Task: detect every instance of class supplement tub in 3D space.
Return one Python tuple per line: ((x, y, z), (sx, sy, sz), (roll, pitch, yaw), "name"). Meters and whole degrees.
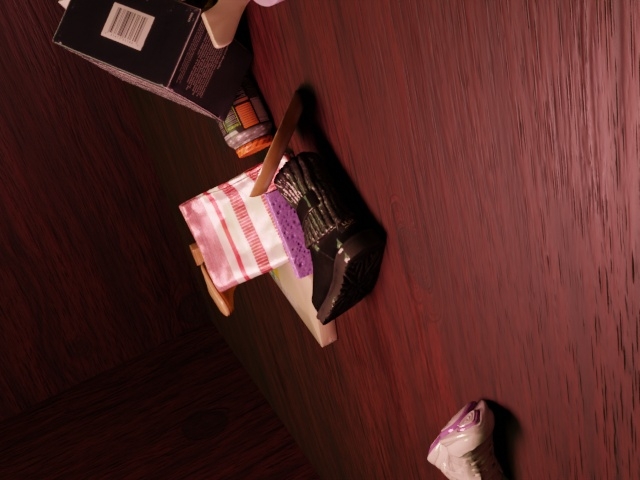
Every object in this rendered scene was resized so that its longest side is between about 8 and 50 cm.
((-0.188, -0.297, 2.070), (0.191, 0.117, 0.117), (66, 164, -1), "supplement tub")

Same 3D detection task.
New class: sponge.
((-0.036, -0.030, 1.978), (0.210, 0.117, 0.031), (70, 166, -16), "sponge")

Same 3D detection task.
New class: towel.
((-0.159, -0.039, 2.089), (0.237, 0.328, 0.037), (65, -155, -2), "towel")

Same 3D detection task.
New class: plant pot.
((-0.084, -0.190, 1.798), (0.032, 0.236, 0.236), (23, 163, -4), "plant pot")

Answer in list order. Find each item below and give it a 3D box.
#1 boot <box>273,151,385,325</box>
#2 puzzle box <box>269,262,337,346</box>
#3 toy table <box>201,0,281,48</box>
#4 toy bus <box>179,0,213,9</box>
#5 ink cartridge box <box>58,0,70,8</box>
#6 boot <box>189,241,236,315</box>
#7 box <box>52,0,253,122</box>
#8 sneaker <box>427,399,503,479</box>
((0.004, -0.002, 1.856), (0.260, 0.131, 0.348), (51, 150, 22), "boot")
((-0.084, 0.062, 2.401), (0.409, 0.052, 0.272), (52, 160, 40), "puzzle box")
((-0.167, -0.498, 1.617), (0.252, 0.160, 0.274), (65, 165, 0), "toy table")
((-0.351, -0.636, 2.013), (0.149, 0.220, 0.212), (16, 102, 43), "toy bus")
((-0.505, -0.599, 2.081), (0.128, 0.176, 0.127), (-1, 156, 32), "ink cartridge box")
((-0.204, 0.055, 2.287), (0.295, 0.211, 0.104), (-123, 15, -47), "boot")
((-0.347, -0.412, 1.895), (0.296, 0.183, 0.294), (24, 180, 17), "box")
((0.290, 0.388, 1.625), (0.152, 0.114, 0.305), (45, 163, 18), "sneaker")
